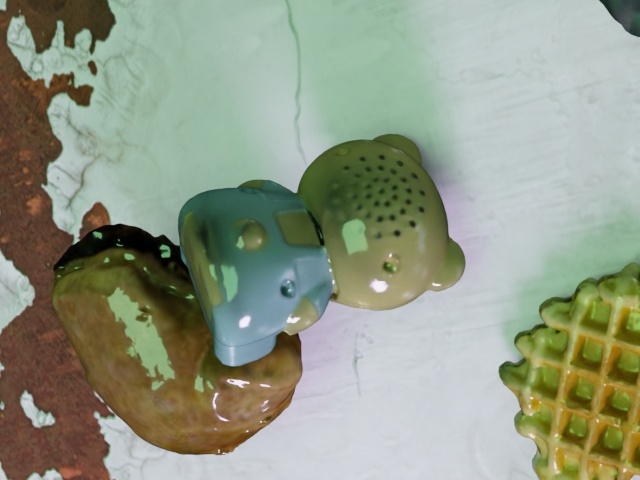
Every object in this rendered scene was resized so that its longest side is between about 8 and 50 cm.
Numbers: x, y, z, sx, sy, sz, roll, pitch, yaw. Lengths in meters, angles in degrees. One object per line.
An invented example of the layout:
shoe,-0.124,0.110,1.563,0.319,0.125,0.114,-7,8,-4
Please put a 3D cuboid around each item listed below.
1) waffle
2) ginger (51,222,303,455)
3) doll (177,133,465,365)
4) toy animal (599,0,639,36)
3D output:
waffle,0.291,0.152,1.384,0.261,0.056,0.250,-41,75,37
ginger,-0.151,0.120,1.576,0.200,0.269,0.223,123,145,-58
doll,0.000,0.000,1.455,0.161,0.261,0.177,97,155,-64
toy animal,0.321,-0.313,1.172,0.216,0.191,0.338,48,124,18
